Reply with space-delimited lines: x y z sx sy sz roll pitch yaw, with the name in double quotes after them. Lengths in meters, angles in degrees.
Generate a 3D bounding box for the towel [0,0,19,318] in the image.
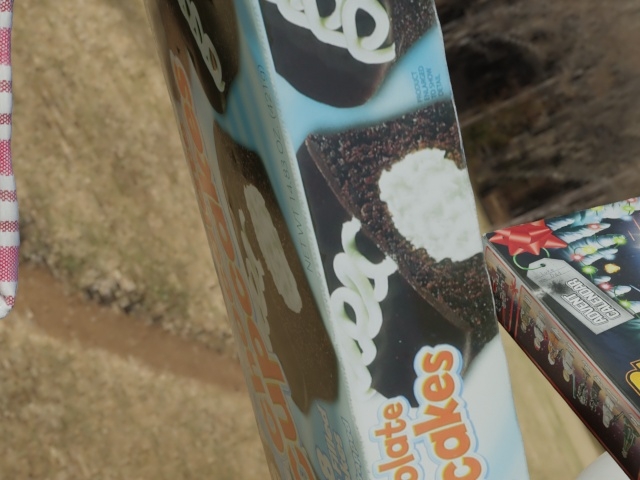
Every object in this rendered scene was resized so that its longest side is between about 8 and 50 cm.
-0.170 -0.067 0.682 0.144 0.029 0.197 -151 -118 -68 "towel"

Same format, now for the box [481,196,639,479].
0.119 0.034 0.388 0.137 0.094 0.027 -126 -151 -48 "box"

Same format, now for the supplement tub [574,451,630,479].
0.275 0.199 0.744 0.331 0.241 0.241 -14 74 -41 "supplement tub"

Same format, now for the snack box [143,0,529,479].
0.000 0.000 0.485 0.187 0.060 0.322 -143 -143 -68 "snack box"
